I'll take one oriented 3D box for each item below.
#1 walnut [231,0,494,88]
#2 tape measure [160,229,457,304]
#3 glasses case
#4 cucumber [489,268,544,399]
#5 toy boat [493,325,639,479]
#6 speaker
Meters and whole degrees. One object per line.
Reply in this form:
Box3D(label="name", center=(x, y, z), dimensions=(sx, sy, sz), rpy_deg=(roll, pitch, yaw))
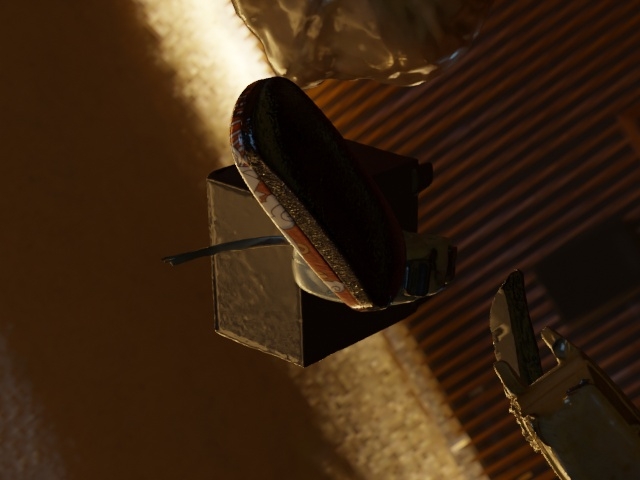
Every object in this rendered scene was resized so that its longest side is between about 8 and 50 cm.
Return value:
Box3D(label="walnut", center=(0.043, -0.355, 1.962), dimensions=(0.383, 0.383, 0.383), rpy_deg=(29, -139, -28))
Box3D(label="tape measure", center=(-0.030, 0.009, 1.680), dimensions=(0.164, 0.330, 0.084), rpy_deg=(-10, -73, -72))
Box3D(label="glasses case", center=(0.002, -0.039, 1.456), dimensions=(0.266, 0.067, 0.103), rpy_deg=(52, -139, -35))
Box3D(label="cucumber", center=(0.289, 0.155, 2.381), dimensions=(0.046, 0.070, 0.220), rpy_deg=(-8, -93, -49))
Box3D(label="toy boat", center=(0.263, 0.207, 1.312), dimensions=(0.310, 0.089, 0.115), rpy_deg=(50, -177, 1))
Box3D(label="speaker", center=(0.000, 0.000, 2.051), dimensions=(0.254, 0.184, 0.232), rpy_deg=(-23, -59, -41))
